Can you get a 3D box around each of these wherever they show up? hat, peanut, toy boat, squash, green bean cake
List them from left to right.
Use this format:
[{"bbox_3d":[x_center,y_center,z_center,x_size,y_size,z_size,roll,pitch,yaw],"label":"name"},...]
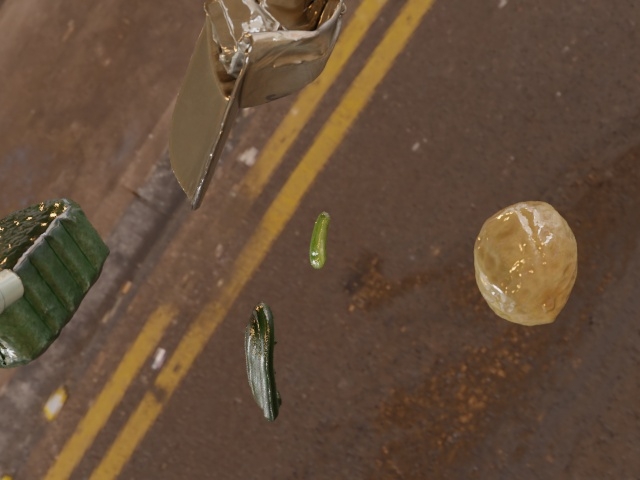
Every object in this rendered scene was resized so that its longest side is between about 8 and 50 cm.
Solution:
[{"bbox_3d":[-0.546,0.084,1.772,0.300,0.169,0.308,-11,33,30],"label":"green bean cake"},{"bbox_3d":[-0.067,-0.153,1.102,0.214,0.149,0.245,-122,38,-59],"label":"hat"},{"bbox_3d":[-0.092,0.190,1.662,0.104,0.052,0.210,-115,20,-56],"label":"toy boat"},{"bbox_3d":[-0.001,0.000,1.554,0.027,0.027,0.089,32,121,57],"label":"squash"},{"bbox_3d":[0.266,0.032,1.346,0.140,0.159,0.109,-21,6,-4],"label":"peanut"}]

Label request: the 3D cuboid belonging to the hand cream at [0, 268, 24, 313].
[{"bbox_3d":[-0.540,0.137,1.425,0.085,0.058,0.331,-1,26,36],"label":"hand cream"}]
